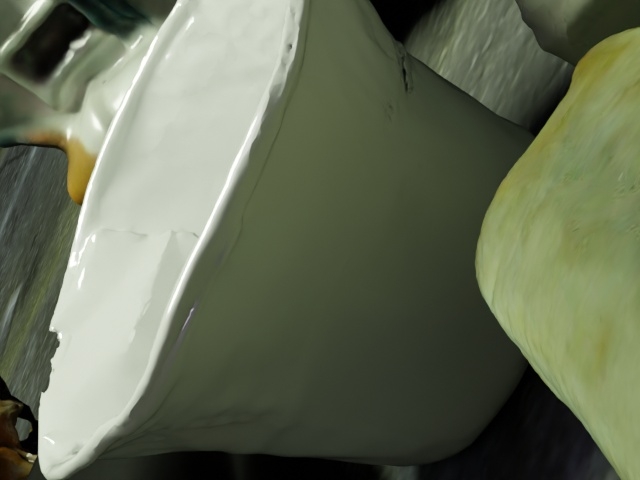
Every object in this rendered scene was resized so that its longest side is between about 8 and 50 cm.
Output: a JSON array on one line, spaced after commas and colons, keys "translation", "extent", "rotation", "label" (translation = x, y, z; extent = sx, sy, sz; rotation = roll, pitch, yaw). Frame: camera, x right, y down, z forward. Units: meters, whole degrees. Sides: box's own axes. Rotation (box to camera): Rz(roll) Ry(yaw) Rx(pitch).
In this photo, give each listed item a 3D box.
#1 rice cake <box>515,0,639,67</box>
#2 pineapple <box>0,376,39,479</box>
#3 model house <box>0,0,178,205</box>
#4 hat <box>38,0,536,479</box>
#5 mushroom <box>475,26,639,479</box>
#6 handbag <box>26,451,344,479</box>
[{"translation": [0.133, -0.137, 0.439], "extent": [0.256, 0.052, 0.057], "rotation": [-50, 46, 45], "label": "rice cake"}, {"translation": [-0.215, 0.209, 0.870], "extent": [0.271, 0.262, 0.262], "rotation": [34, 104, 59], "label": "pineapple"}, {"translation": [-0.142, -0.128, 0.779], "extent": [0.301, 0.271, 0.190], "rotation": [-46, 23, 19], "label": "model house"}, {"translation": [0.000, 0.000, 0.554], "extent": [0.203, 0.126, 0.203], "rotation": [-56, 22, 37], "label": "hat"}, {"translation": [0.102, 0.026, 0.312], "extent": [0.100, 0.081, 0.312], "rotation": [-55, 16, 8], "label": "mushroom"}, {"translation": [-0.075, 0.182, 0.634], "extent": [0.254, 0.093, 0.308], "rotation": [-59, 21, 29], "label": "handbag"}]
